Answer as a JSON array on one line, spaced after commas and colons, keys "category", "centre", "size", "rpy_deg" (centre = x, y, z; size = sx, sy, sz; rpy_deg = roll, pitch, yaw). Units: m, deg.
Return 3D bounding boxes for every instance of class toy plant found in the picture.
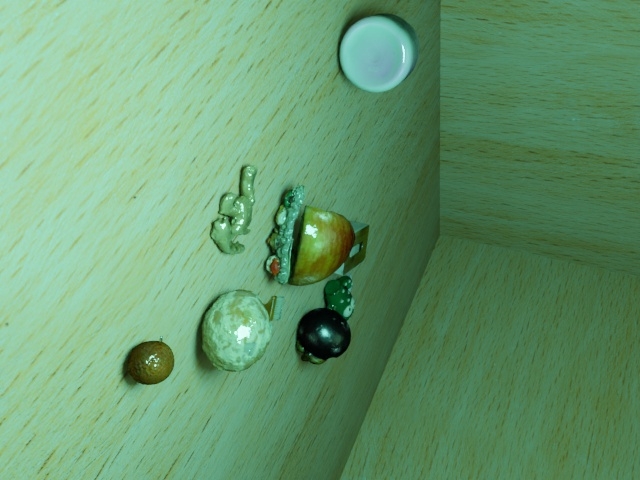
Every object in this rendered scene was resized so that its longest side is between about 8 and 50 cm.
[{"category": "toy plant", "centre": [0.082, 0.266, 2.538], "size": [0.232, 0.113, 0.243], "rpy_deg": [-36, 129, -52]}]

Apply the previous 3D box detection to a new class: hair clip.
[{"category": "hair clip", "centre": [-0.118, -0.022, 1.906], "size": [0.138, 0.091, 0.321], "rpy_deg": [-139, -120, -84]}]

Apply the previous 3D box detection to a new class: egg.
[{"category": "egg", "centre": [-0.230, 0.247, 1.659], "size": [0.195, 0.195, 0.233], "rpy_deg": [68, 27, -55]}]

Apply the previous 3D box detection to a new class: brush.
[{"category": "brush", "centre": [-0.195, 0.225, 1.968], "size": [0.314, 0.017, 0.090], "rpy_deg": [12, 88, -68]}]

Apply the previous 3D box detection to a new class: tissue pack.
[{"category": "tissue pack", "centre": [0.081, 0.019, 2.360], "size": [0.246, 0.136, 0.159], "rpy_deg": [-29, 129, -61]}]

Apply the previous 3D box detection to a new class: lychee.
[{"category": "lychee", "centre": [-0.388, 0.282, 1.408], "size": [0.114, 0.101, 0.140], "rpy_deg": [-67, 161, -12]}]

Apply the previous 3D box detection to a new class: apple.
[{"category": "apple", "centre": [-0.013, 0.029, 1.986], "size": [0.254, 0.179, 0.346], "rpy_deg": [-41, 163, -31]}]

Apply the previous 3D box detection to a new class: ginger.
[{"category": "ginger", "centre": [-0.227, -0.089, 1.646], "size": [0.149, 0.065, 0.258], "rpy_deg": [17, 89, -66]}]

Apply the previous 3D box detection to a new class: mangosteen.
[{"category": "mangosteen", "centre": [-0.003, 0.380, 2.315], "size": [0.250, 0.211, 0.211], "rpy_deg": [-51, 168, 23]}]

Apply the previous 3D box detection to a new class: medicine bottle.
[{"category": "medicine bottle", "centre": [0.224, -0.677, 2.150], "size": [0.325, 0.256, 0.256], "rpy_deg": [-53, 149, -60]}]

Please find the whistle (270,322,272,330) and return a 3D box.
[{"category": "whistle", "centre": [-0.189, 0.315, 2.006], "size": [0.100, 0.035, 0.035], "rpy_deg": [-62, 154, -29]}]
